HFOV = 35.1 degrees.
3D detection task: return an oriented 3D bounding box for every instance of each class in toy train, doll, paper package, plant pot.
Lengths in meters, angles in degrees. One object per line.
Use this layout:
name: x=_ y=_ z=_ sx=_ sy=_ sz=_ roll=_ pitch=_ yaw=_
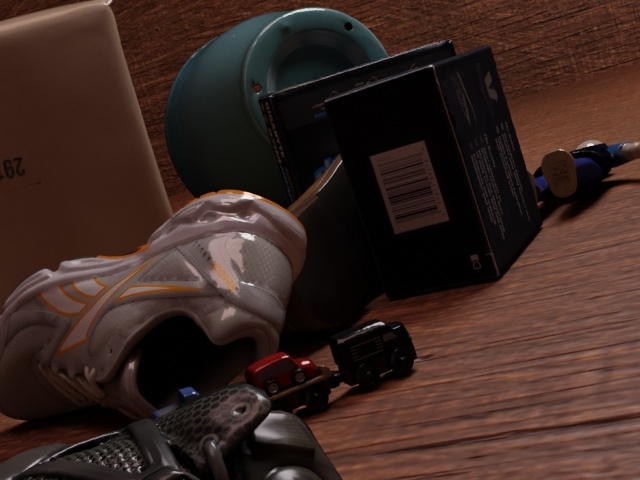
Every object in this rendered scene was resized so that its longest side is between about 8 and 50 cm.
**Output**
toy train: x=-0.021 y=0.077 z=0.536 sx=0.158 sy=0.036 sz=0.027 roll=-20 pitch=8 yaw=-19
doll: x=0.233 y=-0.064 z=0.925 sx=0.129 sy=0.046 sz=0.189 roll=-23 pitch=-2 yaw=29
paper package: x=-0.319 y=-0.039 z=0.970 sx=0.325 sy=0.309 sz=0.168 roll=-20 pitch=11 yaw=-21
plant pot: x=-0.033 y=-0.159 z=1.234 sx=0.272 sy=0.271 sz=0.255 roll=-20 pitch=2 yaw=-19

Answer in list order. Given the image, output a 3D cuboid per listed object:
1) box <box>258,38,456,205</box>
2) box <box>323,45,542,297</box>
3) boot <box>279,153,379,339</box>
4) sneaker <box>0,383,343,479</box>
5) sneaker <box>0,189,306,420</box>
box: x=0.061 y=-0.104 z=1.099 sx=0.220 sy=0.175 sz=0.051 roll=-19 pitch=10 yaw=-18
box: x=0.093 y=-0.056 z=0.779 sx=0.093 sy=0.156 sz=0.158 roll=-14 pitch=8 yaw=27
boot: x=0.000 y=0.000 z=0.813 sx=0.115 sy=0.112 sz=0.305 roll=-25 pitch=5 yaw=30
sneaker: x=-0.058 y=0.099 z=0.285 sx=0.130 sy=0.087 sz=0.227 roll=-23 pitch=2 yaw=7
sneaker: x=-0.127 y=0.069 z=0.631 sx=0.262 sy=0.099 sz=0.121 roll=-30 pitch=35 yaw=28
